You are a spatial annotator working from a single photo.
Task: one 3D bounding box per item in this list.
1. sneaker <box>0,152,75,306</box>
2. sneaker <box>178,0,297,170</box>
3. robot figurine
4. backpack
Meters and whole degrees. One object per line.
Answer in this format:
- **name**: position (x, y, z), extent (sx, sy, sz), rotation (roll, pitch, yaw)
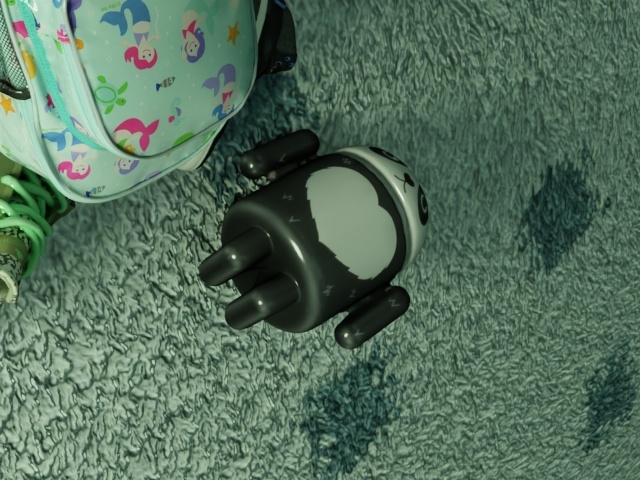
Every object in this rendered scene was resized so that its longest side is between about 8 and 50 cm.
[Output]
- **sneaker**: position (-0.286, -0.002, 0.993), extent (0.410, 0.182, 0.158), rotation (-53, 136, -16)
- **sneaker**: position (-0.084, -0.172, 1.204), extent (0.121, 0.079, 0.217), rotation (10, 98, -46)
- **robot figurine**: position (0.000, -0.002, 1.291), extent (0.278, 0.173, 0.209), rotation (-29, 128, -34)
- **backpack**: position (-0.165, -0.160, 0.890), extent (0.225, 0.191, 0.254), rotation (-34, 139, -35)
